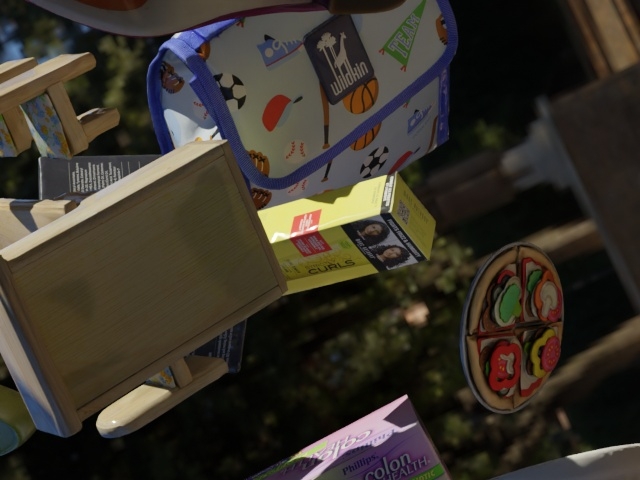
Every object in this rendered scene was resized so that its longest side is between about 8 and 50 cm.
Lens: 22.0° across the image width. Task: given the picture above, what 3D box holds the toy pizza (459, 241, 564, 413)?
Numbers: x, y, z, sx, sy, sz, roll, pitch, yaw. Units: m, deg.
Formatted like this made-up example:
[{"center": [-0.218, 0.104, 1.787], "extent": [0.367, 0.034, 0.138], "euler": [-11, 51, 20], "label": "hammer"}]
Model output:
[{"center": [0.231, 0.102, 1.904], "extent": [0.201, 0.032, 0.201], "euler": [-9, -78, -47], "label": "toy pizza"}]

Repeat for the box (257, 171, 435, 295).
[{"center": [0.000, 0.000, 1.739], "extent": [0.087, 0.232, 0.058], "euler": [50, -140, -37], "label": "box"}]

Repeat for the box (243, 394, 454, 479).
[{"center": [0.062, 0.333, 1.807], "extent": [0.243, 0.213, 0.117], "euler": [61, -178, -11], "label": "box"}]

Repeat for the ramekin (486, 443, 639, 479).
[{"center": [0.221, 0.295, 1.582], "extent": [0.273, 0.273, 0.127], "euler": [35, -142, -68], "label": "ramekin"}]

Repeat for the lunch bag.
[{"center": [-0.019, -0.183, 1.915], "extent": [0.239, 0.328, 0.385], "euler": [44, 159, 25], "label": "lunch bag"}]

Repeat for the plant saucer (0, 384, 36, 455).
[{"center": [-0.512, 0.258, 2.304], "extent": [0.241, 0.241, 0.037], "euler": [48, -147, -54], "label": "plant saucer"}]

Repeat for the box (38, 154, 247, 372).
[{"center": [-0.272, 0.042, 2.518], "extent": [0.343, 0.312, 0.179], "euler": [101, 163, -49], "label": "box"}]

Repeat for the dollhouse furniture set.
[{"center": [-0.258, 0.031, 1.592], "extent": [0.394, 0.256, 0.362], "euler": [3, 119, 56], "label": "dollhouse furniture set"}]

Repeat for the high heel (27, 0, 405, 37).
[{"center": [-0.117, -0.248, 1.415], "extent": [0.181, 0.377, 0.127], "euler": [-129, 48, -63], "label": "high heel"}]
